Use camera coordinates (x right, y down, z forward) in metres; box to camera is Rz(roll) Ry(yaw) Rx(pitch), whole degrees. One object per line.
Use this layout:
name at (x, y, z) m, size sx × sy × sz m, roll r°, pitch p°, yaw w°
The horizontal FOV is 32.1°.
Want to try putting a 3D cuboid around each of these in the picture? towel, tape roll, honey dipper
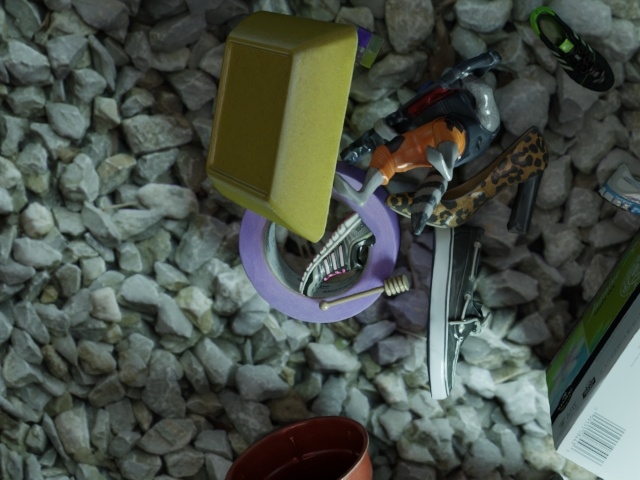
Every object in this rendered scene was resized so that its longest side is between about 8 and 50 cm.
towel at (0.059, -0.332, 1.879) m, size 0.083 × 0.009 × 0.060 m, roll 27°, pitch 107°, yaw 2°
tape roll at (0.000, 0.000, 1.939) m, size 0.274 × 0.090 × 0.275 m, roll 3°, pitch 106°, yaw 10°
honey dipper at (0.072, 0.093, 1.890) m, size 0.160 × 0.030 × 0.031 m, roll -19°, pitch 101°, yaw 16°

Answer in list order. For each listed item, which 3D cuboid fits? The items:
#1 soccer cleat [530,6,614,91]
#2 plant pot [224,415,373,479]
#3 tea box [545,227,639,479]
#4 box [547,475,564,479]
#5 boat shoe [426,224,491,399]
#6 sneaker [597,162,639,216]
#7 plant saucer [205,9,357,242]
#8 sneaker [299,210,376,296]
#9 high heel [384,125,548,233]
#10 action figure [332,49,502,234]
soccer cleat at (0.403, -0.303, 1.792) m, size 0.179 × 0.072 × 0.060 m, roll 44°, pitch 108°, yaw -4°
plant pot at (-0.001, 0.502, 1.999) m, size 0.272 × 0.272 × 0.265 m, roll -16°, pitch 109°, yaw 14°
tea box at (0.537, 0.192, 1.771) m, size 0.220 × 0.323 × 0.329 m, roll 30°, pitch 107°, yaw 1°
box at (0.275, 0.597, 1.932) m, size 0.394 × 0.318 × 0.097 m, roll -31°, pitch 97°, yaw 18°
boat shoe at (0.239, 0.125, 1.921) m, size 0.104 × 0.113 × 0.307 m, roll 3°, pitch 90°, yaw 3°
sneaker at (0.560, -0.065, 1.833) m, size 0.190 × 0.071 × 0.083 m, roll 28°, pitch 102°, yaw 2°
plant saucer at (-0.084, -0.194, 1.774) m, size 0.081 × 0.332 × 0.333 m, roll 3°, pitch 103°, yaw -33°
sneaker at (0.031, 0.036, 1.863) m, size 0.074 × 0.063 × 0.170 m, roll 39°, pitch 103°, yaw 5°
high heel at (0.244, -0.115, 1.856) m, size 0.261 × 0.093 × 0.186 m, roll 6°, pitch 112°, yaw -7°
action figure at (0.161, -0.138, 1.771) m, size 0.341 × 0.330 × 0.179 m, roll -32°, pitch 94°, yaw 43°
